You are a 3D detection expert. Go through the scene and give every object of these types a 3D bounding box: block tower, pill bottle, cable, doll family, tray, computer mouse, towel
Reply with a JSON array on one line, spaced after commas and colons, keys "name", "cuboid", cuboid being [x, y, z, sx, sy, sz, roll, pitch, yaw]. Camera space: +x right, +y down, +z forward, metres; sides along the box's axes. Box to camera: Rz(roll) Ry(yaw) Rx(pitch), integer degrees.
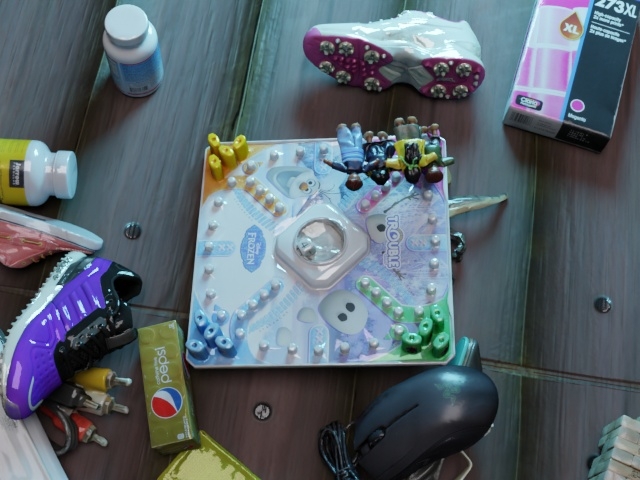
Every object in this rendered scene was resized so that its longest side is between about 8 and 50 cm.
[{"name": "block tower", "cuboid": [0.407, 0.407, 1.369, 0.091, 0.097, 0.335, 23, 67, 6]}, {"name": "pill bottle", "cuboid": [-0.477, -0.106, 1.517, 0.184, 0.103, 0.103, 2, 68, -2]}, {"name": "cable", "cuboid": [-0.420, 0.215, 1.434, 0.287, 0.072, 0.140, 21, 85, 18]}, {"name": "doll family", "cuboid": [0.103, -0.123, 1.467, 0.193, 0.076, 0.111, -7, 66, 8]}, {"name": "tray", "cuboid": [-0.456, 0.268, 1.342, 0.145, 0.030, 0.270, -24, 79, -29]}, {"name": "computer mouse", "cuboid": [0.117, 0.263, 1.342, 0.272, 0.072, 0.188, -36, 49, 10]}, {"name": "towel", "cuboid": [-0.114, 0.381, 1.387, 0.237, 0.021, 0.102, 38, 70, 12]}, {"name": "pill bottle", "cuboid": [-0.302, -0.306, 1.575, 0.087, 0.160, 0.087, 1, 68, -3]}]

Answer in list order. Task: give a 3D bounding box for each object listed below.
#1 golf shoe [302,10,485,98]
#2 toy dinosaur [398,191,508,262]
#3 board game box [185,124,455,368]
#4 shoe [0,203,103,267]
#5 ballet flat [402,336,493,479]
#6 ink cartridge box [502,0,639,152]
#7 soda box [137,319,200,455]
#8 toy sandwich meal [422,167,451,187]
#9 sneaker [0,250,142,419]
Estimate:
[{"name": "golf shoe", "cuboid": [0.123, -0.326, 1.646, 0.306, 0.115, 0.140, 10, 57, -6]}, {"name": "toy dinosaur", "cuboid": [0.178, -0.029, 1.548, 0.268, 0.064, 0.118, -2, 62, -7]}, {"name": "board game box", "cuboid": [0.000, 0.000, 1.478, 0.389, 0.050, 0.390, -2, 61, 6]}, {"name": "shoe", "cuboid": [-0.430, 0.007, 1.502, 0.178, 0.063, 0.081, 18, 97, -13]}, {"name": "ballet flat", "cuboid": [0.184, 0.280, 1.413, 0.096, 0.095, 0.280, 30, 80, -2]}, {"name": "ink cartridge box", "cuboid": [0.443, -0.340, 1.686, 0.175, 0.069, 0.371, 17, 66, 4]}, {"name": "soda box", "cuboid": [-0.220, 0.213, 1.418, 0.061, 0.058, 0.181, -13, 65, 1]}, {"name": "toy sandwich meal", "cuboid": [0.176, -0.114, 1.587, 0.085, 0.029, 0.086, 32, 36, -27]}, {"name": "sneaker", "cuboid": [-0.337, 0.130, 1.378, 0.146, 0.102, 0.293, 11, 45, 8]}]
